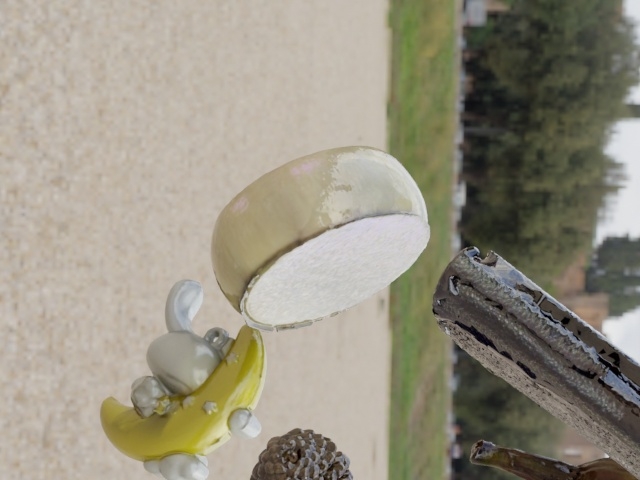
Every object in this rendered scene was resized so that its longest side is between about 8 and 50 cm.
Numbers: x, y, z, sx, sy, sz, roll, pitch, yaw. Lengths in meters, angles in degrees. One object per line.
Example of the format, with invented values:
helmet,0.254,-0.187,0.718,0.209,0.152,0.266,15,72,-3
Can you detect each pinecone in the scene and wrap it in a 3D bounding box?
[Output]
pinecone,-0.035,0.430,2.155,0.184,0.179,0.205,-29,137,-33

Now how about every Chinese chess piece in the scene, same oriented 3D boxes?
Chinese chess piece,0.000,0.000,1.510,0.270,0.270,0.112,82,-16,-66

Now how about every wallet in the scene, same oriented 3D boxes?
wallet,0.208,0.119,0.985,0.071,0.221,0.262,-51,153,-8

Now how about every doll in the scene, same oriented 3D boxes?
doll,-0.171,0.189,1.616,0.237,0.252,0.111,-53,136,-8

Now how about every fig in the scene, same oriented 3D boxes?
fig,0.304,0.304,1.313,0.190,0.290,0.191,-163,-90,-78
